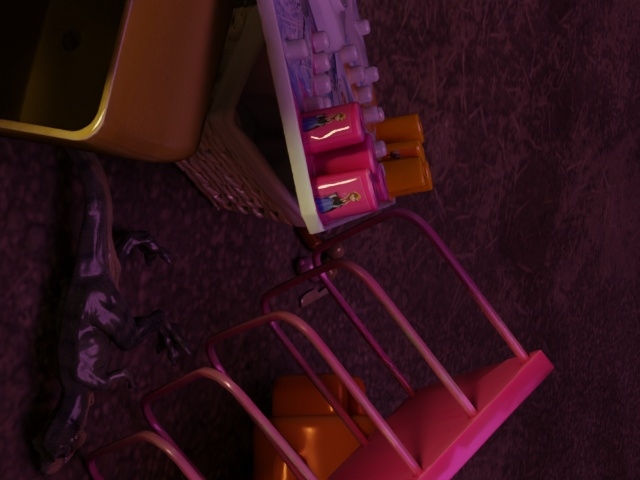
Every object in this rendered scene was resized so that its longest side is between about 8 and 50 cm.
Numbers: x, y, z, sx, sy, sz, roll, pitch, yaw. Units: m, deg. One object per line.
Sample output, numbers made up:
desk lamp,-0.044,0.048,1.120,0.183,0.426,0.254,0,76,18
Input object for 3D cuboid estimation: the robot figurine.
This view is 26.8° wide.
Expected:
robot figurine,0.002,0.232,1.219,0.158,0.128,0.219,145,-54,-72

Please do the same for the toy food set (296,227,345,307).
toy food set,0.000,0.000,1.287,0.078,0.019,0.122,-27,120,-54

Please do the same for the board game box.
board game box,0.008,-0.212,0.998,0.390,0.050,0.390,-23,102,-79

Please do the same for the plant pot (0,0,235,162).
plant pot,-0.160,-0.151,0.827,0.187,0.212,0.212,32,69,-68

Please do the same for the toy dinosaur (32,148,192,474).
toy dinosaur,-0.157,0.042,1.003,0.118,0.064,0.268,0,94,-52

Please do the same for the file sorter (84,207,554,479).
file sorter,-0.010,0.136,1.045,0.290,0.202,0.182,-41,95,-29

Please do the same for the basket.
basket,-0.060,-0.101,1.084,0.167,0.103,0.113,53,53,-51
